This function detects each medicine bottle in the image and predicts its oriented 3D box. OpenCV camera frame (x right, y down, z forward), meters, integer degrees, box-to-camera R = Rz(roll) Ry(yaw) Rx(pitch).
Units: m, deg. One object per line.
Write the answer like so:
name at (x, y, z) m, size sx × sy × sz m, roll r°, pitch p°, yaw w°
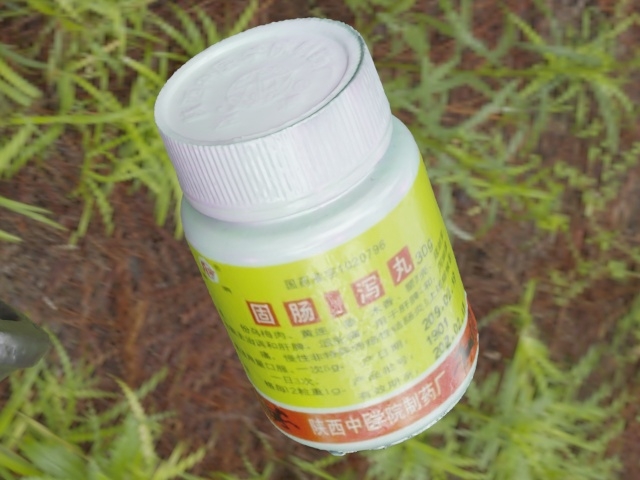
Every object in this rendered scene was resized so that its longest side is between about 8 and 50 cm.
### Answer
medicine bottle at (0.000, 0.000, 0.962) m, size 0.139 × 0.139 × 0.225 m, roll -36°, pitch 127°, yaw -21°

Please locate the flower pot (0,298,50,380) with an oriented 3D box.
flower pot at (-0.388, 0.098, 1.081) m, size 0.379 × 0.379 × 0.251 m, roll 26°, pitch 86°, yaw -30°
